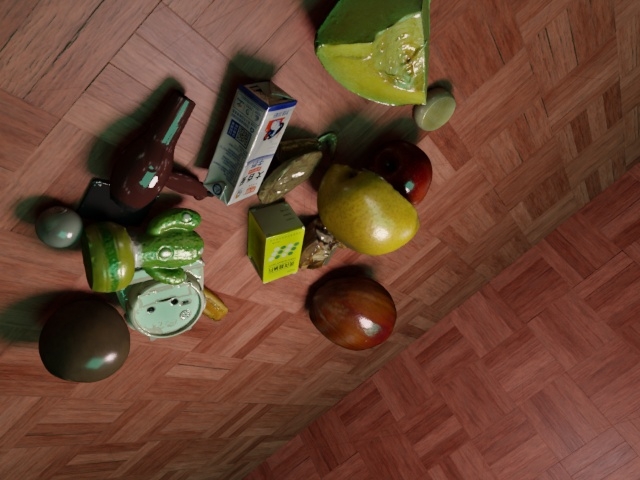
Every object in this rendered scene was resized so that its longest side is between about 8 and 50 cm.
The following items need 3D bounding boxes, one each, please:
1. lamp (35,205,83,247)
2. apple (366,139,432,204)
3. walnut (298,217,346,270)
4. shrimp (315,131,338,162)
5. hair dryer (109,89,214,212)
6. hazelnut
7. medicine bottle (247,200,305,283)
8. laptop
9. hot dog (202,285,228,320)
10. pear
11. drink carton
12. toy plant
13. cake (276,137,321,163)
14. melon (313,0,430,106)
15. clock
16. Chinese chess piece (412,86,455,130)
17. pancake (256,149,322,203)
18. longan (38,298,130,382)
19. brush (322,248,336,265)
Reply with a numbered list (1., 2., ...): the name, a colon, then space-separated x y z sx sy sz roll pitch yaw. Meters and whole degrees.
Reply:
1. lamp: -0.635 -0.034 1.250 0.105 0.105 0.105 -23 146 -16
2. apple: 0.258 -0.214 1.685 0.218 0.218 0.201 -45 159 17
3. walnut: 0.000 0.005 1.822 0.238 0.141 0.204 -18 156 -31
4. shrimp: 0.016 -0.280 1.568 0.083 0.023 0.114 -18 139 -18
5. hair dryer: -0.349 -0.195 1.319 0.312 0.123 0.340 -53 155 10
6. hazelnut: 0.139 0.304 2.175 0.366 0.366 0.366 -23 146 -16
7. medicine bottle: -0.150 0.007 1.692 0.137 0.141 0.250 -20 145 -25
8. laptop: -0.530 -0.094 1.344 0.180 0.016 0.129 11 126 -47
9. hot dog: -0.414 0.200 1.785 0.083 0.068 0.289 -50 145 -13
10. pear: 0.128 -0.065 1.616 0.191 0.340 0.386 -58 142 -10
11. drink carton: -0.188 -0.249 1.326 0.130 0.106 0.315 -31 157 -51
12. toy plant: -0.464 0.032 1.385 0.316 0.184 0.224 -11 114 -31
13. cake: -0.062 -0.273 1.481 0.140 0.051 0.055 -26 145 -16
14. melon: 0.175 -0.472 1.290 0.331 0.226 0.343 -46 161 -3
15. clock: -0.479 0.181 1.587 0.265 0.108 0.324 -16 126 -23
16. Chinese chess piece: 0.366 -0.423 1.653 0.144 0.058 0.144 -24 148 -16
17. pancake: -0.092 -0.194 1.503 0.242 0.050 0.242 -36 175 -4
18. longan: -0.687 0.298 1.498 0.258 0.258 0.258 -23 146 -16
19. brush: 0.052 0.017 1.991 0.034 0.027 0.190 1 127 -47
